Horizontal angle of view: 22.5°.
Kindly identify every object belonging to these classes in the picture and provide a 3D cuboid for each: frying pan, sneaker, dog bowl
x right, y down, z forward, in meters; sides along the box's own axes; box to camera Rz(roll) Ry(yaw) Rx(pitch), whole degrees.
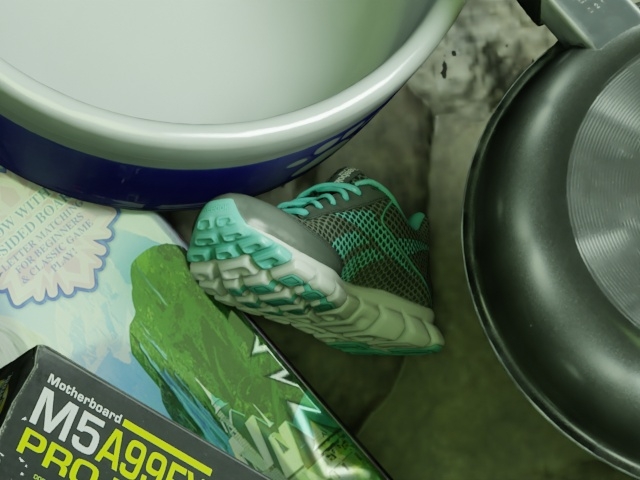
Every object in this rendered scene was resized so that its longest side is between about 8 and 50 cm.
[{"bbox_3d":[0.138,-0.066,0.591,0.197,0.053,0.326,-10,70,-1],"label":"frying pan"},{"bbox_3d":[0.000,0.000,0.713,0.065,0.166,0.076,-4,71,31],"label":"sneaker"},{"bbox_3d":[-0.066,-0.150,0.693,0.265,0.104,0.265,4,74,-13],"label":"dog bowl"}]

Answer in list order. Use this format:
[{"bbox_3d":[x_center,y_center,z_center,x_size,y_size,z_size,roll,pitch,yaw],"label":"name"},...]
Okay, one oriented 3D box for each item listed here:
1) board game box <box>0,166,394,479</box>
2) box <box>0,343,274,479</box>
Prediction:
[{"bbox_3d":[-0.139,0.150,0.736,0.318,0.066,0.318,-42,89,-2],"label":"board game box"},{"bbox_3d":[-0.042,0.198,0.589,0.270,0.060,0.216,33,53,-20],"label":"box"}]
